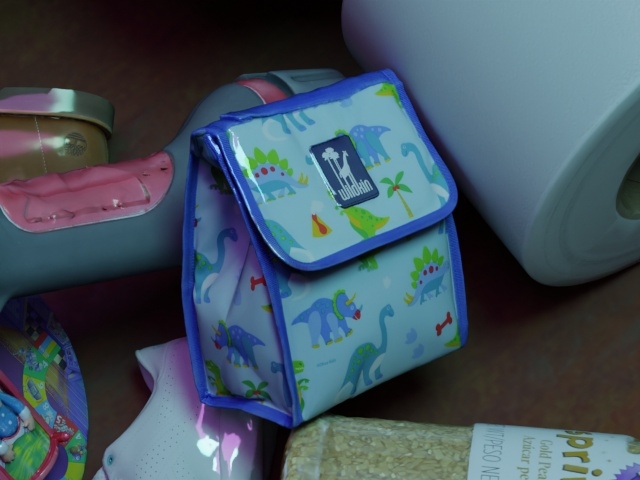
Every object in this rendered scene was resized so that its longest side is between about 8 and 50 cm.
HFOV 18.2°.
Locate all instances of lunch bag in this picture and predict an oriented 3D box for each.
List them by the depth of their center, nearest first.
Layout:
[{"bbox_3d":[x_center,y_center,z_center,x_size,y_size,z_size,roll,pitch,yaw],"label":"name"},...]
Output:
[{"bbox_3d":[0.000,0.000,0.998,0.128,0.151,0.096,-21,19,-39],"label":"lunch bag"}]

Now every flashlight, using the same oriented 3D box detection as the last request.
[{"bbox_3d":[-0.113,-0.027,1.022,0.304,0.103,0.103,-9,40,-37],"label":"flashlight"}]

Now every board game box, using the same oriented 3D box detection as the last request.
[{"bbox_3d":[-0.169,0.091,1.014,0.033,0.168,0.133,-11,82,40],"label":"board game box"}]

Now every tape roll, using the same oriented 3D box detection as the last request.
[{"bbox_3d":[0.156,-0.117,1.045,0.246,0.246,0.169,-32,66,-11],"label":"tape roll"}]

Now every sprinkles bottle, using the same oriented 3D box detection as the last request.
[{"bbox_3d":[0.157,0.155,0.981,0.355,0.121,0.121,4,64,6],"label":"sprinkles bottle"}]

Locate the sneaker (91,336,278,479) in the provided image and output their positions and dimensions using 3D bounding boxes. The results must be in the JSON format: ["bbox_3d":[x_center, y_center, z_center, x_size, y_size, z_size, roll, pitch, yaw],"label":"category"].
[{"bbox_3d":[-0.079,0.145,1.033,0.094,0.080,0.212,2,54,10],"label":"sneaker"}]

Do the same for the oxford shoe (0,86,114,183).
[{"bbox_3d":[-0.225,-0.043,1.132,0.212,0.076,0.076,-1,74,4],"label":"oxford shoe"}]
